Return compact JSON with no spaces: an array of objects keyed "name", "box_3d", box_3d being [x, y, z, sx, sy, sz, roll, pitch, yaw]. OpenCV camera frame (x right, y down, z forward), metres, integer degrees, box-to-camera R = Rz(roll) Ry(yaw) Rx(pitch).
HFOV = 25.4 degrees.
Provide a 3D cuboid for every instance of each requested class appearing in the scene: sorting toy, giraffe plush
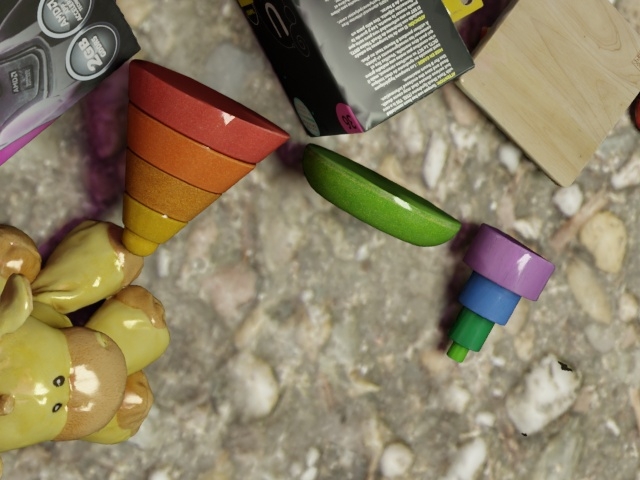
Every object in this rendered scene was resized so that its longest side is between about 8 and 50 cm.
[{"name":"sorting toy","box_3d":[0.170,-0.139,1.099,0.274,0.046,0.132,41,80,-25]},{"name":"giraffe plush","box_3d":[-0.193,0.081,0.939,0.210,0.170,0.181,-20,99,-15]},{"name":"sorting toy","box_3d":[0.000,0.000,1.027,0.365,0.127,0.126,25,98,-26]}]

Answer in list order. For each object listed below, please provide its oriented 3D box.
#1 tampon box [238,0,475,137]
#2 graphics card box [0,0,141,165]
[{"name":"tampon box","box_3d":[0.013,-0.167,1.018,0.101,0.120,0.161,-31,101,-14]},{"name":"graphics card box","box_3d":[-0.308,-0.095,0.874,0.371,0.094,0.233,-42,145,-13]}]
